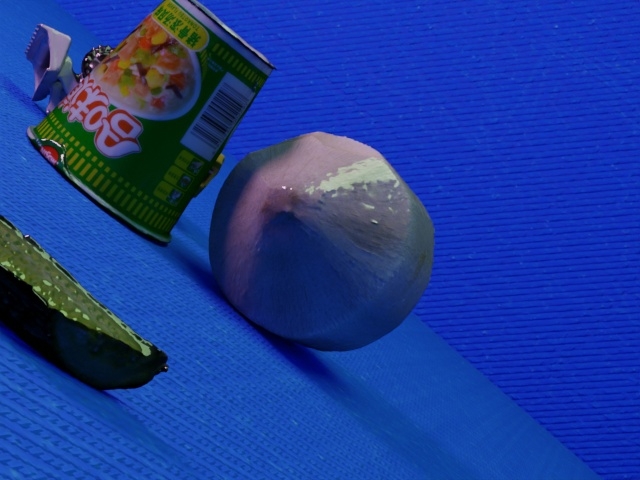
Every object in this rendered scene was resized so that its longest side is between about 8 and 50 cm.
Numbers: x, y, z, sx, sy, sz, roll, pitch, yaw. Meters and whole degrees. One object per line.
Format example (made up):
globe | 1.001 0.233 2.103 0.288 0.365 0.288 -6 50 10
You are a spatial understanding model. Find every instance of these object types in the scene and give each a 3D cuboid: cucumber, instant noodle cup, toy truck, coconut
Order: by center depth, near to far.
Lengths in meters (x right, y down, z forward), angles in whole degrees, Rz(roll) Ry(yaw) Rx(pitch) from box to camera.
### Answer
cucumber | -0.195 0.028 0.922 0.220 0.046 0.070 39 6 2
instant noodle cup | -0.176 -0.147 1.596 0.207 0.232 0.207 40 5 -4
coconut | 0.000 0.000 1.619 0.237 0.237 0.266 43 5 28
toy truck | -0.253 -0.153 1.797 0.286 0.111 0.136 31 -25 -10
